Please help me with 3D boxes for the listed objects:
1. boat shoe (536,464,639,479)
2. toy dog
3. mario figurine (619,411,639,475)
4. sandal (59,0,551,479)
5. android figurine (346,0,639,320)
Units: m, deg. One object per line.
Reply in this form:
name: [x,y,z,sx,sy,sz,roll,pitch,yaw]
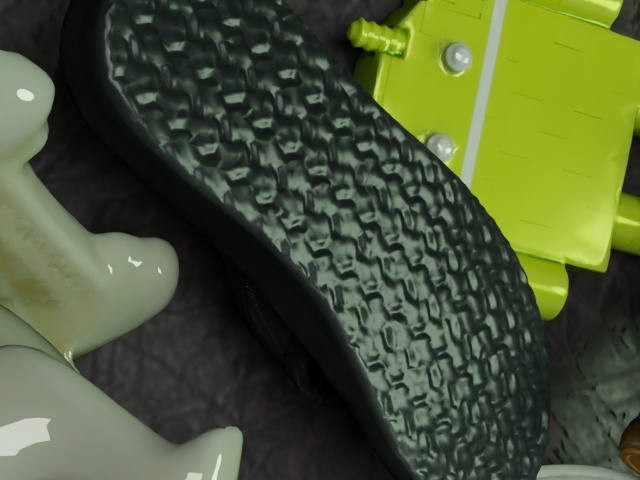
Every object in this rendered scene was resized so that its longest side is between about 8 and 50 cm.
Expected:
boat shoe: [0.107,0.227,1.114,0.305,0.091,0.109,-9,54,-26]
toy dog: [-0.192,0.170,0.809,0.395,0.284,0.408,-20,58,-5]
mario figurine: [0.332,0.032,1.152,0.170,0.198,0.320,45,60,-32]
sandal: [0.000,-0.003,1.023,0.446,0.107,0.167,51,58,-27]
android figurine: [0.131,-0.077,1.149,0.273,0.056,0.248,16,83,-24]
